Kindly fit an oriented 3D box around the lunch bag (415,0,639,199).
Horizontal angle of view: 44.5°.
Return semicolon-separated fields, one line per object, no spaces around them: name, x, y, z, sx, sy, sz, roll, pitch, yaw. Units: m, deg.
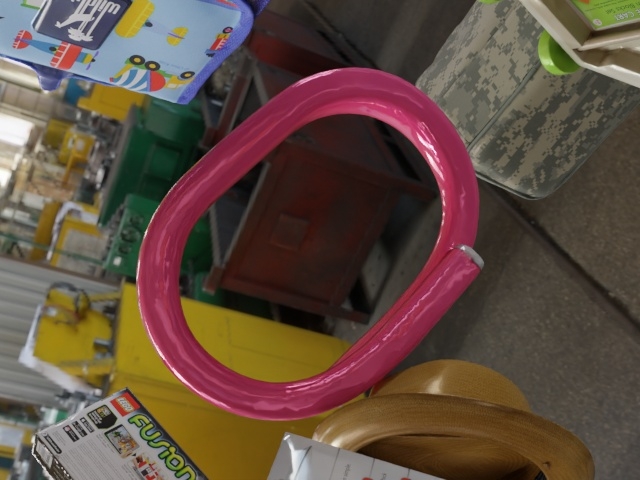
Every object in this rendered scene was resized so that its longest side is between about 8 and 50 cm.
lunch bag;0.282;-0.250;1.060;0.305;0.213;0.256;-53;42;24

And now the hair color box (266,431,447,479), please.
hair color box;0.044;0.175;0.421;0.093;0.167;0.053;-64;-12;-54

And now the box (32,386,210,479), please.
box;-0.178;0.248;0.777;0.207;0.114;0.036;42;129;22

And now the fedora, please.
fedora;0.091;0.141;0.558;0.194;0.194;0.079;-55;16;40

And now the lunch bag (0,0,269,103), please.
lunch bag;-0.141;-0.209;0.500;0.293;0.221;0.138;-47;47;42

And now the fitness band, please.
fitness band;0.000;0.000;0.587;0.291;0.209;0.054;-44;6;-17

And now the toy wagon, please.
toy wagon;0.303;-0.212;0.723;0.068;0.344;0.267;-59;25;-11
